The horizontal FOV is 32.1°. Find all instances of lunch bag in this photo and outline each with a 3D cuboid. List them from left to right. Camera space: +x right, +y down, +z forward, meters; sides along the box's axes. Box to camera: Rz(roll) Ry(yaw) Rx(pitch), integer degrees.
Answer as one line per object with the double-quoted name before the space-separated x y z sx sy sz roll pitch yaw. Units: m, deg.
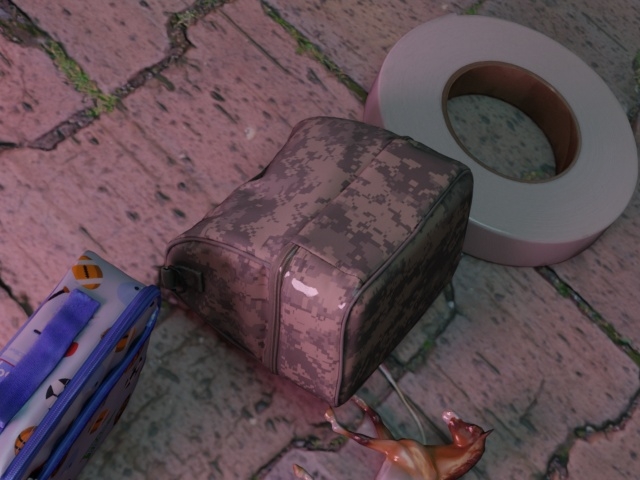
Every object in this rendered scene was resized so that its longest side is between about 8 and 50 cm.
"lunch bag" -0.268 0.167 1.051 0.115 0.243 0.303 30 53 1
"lunch bag" 0.000 0.000 1.273 0.256 0.212 0.305 28 49 20

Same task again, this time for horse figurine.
"horse figurine" 0.057 0.269 1.212 0.174 0.066 0.263 31 52 8

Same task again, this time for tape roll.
"tape roll" 0.251 -0.147 1.538 0.392 0.072 0.392 9 58 -14
